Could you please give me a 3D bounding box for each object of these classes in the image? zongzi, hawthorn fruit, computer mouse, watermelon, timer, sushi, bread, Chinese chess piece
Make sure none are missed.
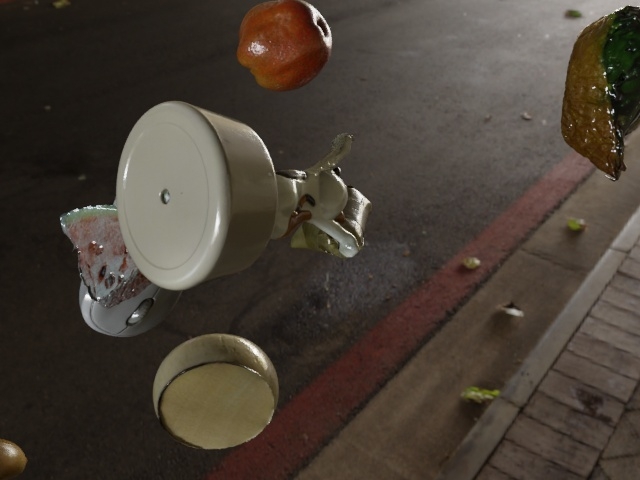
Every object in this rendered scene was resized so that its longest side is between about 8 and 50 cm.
[{"bbox_3d":[0.000,0.000,1.149,0.176,0.078,0.160,-33,17,24],"label":"zongzi"},{"bbox_3d":[-0.068,-0.376,1.323,0.189,0.189,0.189,1,31,-1],"label":"hawthorn fruit"},{"bbox_3d":[-0.287,0.026,1.177,0.121,0.184,0.296,11,76,31],"label":"computer mouse"},{"bbox_3d":[-0.288,0.027,0.974,0.187,0.139,0.071,12,-12,20],"label":"watermelon"},{"bbox_3d":[-0.055,-0.045,0.730,0.175,0.175,0.266,30,22,38],"label":"timer"},{"bbox_3d":[0.407,-0.228,0.913,0.140,0.149,0.287,15,60,39],"label":"sushi"},{"bbox_3d":[-0.525,0.329,1.003,0.189,0.077,0.114,0,-7,-43],"label":"bread"},{"bbox_3d":[-0.208,0.305,1.382,0.250,0.249,0.103,-2,30,-6],"label":"Chinese chess piece"}]
